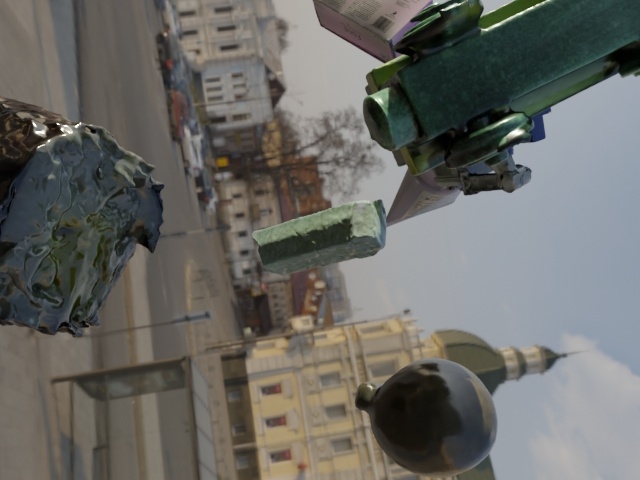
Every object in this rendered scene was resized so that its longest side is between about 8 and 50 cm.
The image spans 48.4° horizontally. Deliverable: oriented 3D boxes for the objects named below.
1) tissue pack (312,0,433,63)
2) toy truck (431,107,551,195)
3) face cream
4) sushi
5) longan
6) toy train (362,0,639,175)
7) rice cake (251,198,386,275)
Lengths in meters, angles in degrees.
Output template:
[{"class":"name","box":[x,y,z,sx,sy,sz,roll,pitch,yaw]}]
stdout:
[{"class":"tissue pack","box":[0.121,-0.509,1.589,0.246,0.148,0.092,39,-12,30]},{"class":"toy truck","box":[0.204,-0.153,0.977,0.213,0.161,0.177,5,-66,58]},{"class":"face cream","box":[0.195,-0.097,1.226,0.274,0.154,0.096,101,-35,-68]},{"class":"sushi","box":[-0.399,-0.037,0.890,0.299,0.294,0.282,13,98,-69]},{"class":"longan","box":[0.149,0.245,1.012,0.185,0.204,0.159,-34,135,-70]},{"class":"toy train","box":[0.215,-0.194,0.757,0.160,0.396,0.253,64,-8,-6]},{"class":"rice cake","box":[0.000,0.000,0.993,0.063,0.206,0.069,32,50,-47]}]
